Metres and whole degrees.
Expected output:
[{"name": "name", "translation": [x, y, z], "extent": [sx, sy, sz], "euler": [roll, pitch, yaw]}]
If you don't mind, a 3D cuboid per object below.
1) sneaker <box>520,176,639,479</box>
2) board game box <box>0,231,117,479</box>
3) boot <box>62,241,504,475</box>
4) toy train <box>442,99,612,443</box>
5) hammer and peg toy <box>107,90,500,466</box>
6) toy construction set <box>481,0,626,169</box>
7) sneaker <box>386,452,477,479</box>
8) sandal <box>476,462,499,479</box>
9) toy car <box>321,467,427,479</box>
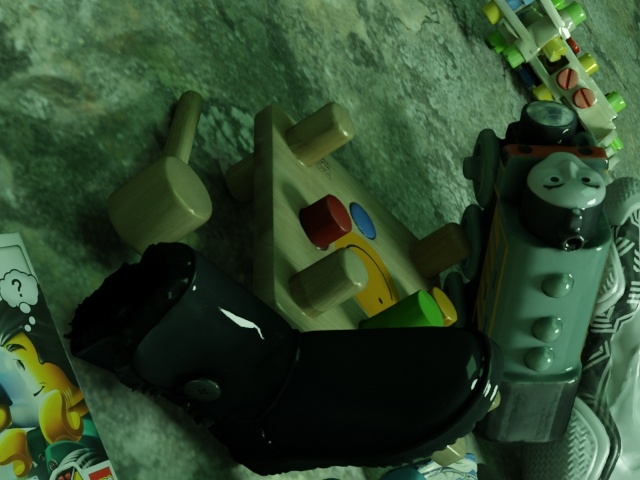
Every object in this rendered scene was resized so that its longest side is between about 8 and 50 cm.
[{"name": "sneaker", "translation": [0.348, 0.127, 1.319], "extent": [0.210, 0.137, 0.366], "euler": [16, 80, -14]}, {"name": "board game box", "translation": [-0.251, 0.105, 0.668], "extent": [0.305, 0.053, 0.193], "euler": [-12, 76, -59]}, {"name": "boot", "translation": [-0.029, 0.076, 0.847], "extent": [0.207, 0.246, 0.094], "euler": [41, 45, -36]}, {"name": "toy train", "translation": [0.201, 0.037, 1.190], "extent": [0.142, 0.334, 0.190], "euler": [2, 37, -7]}, {"name": "hammer and peg toy", "translation": [0.000, 0.000, 1.032], "extent": [0.361, 0.127, 0.266], "euler": [42, 29, -32]}, {"name": "toy construction set", "translation": [0.341, -0.214, 1.727], "extent": [0.215, 0.151, 0.328], "euler": [-52, 121, -84]}, {"name": "sneaker", "translation": [0.109, 0.226, 1.125], "extent": [0.135, 0.052, 0.058], "euler": [8, 64, -54]}, {"name": "sandal", "translation": [0.200, 0.291, 1.219], "extent": [0.179, 0.040, 0.067], "euler": [59, 31, -6]}, {"name": "toy car", "translation": [0.022, 0.316, 0.839], "extent": [0.238, 0.210, 0.219], "euler": [-41, 98, -30]}]
